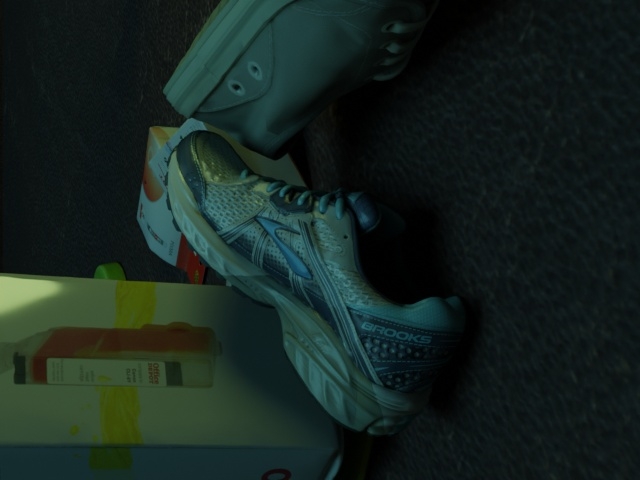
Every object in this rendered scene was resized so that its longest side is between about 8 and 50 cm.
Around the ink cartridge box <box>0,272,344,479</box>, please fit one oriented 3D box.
[{"bbox_3d":[-0.202,0.168,0.827,0.279,0.384,0.161,111,158,-49],"label":"ink cartridge box"}]

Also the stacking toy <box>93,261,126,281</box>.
[{"bbox_3d":[-0.366,0.196,1.505,0.280,0.130,0.309,63,145,41],"label":"stacking toy"}]

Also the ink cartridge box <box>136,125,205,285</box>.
[{"bbox_3d":[-0.180,-0.033,1.195,0.179,0.045,0.145,-118,35,-47],"label":"ink cartridge box"}]

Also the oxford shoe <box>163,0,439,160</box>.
[{"bbox_3d":[0.027,-0.177,0.655,0.449,0.130,0.169,-33,25,58],"label":"oxford shoe"}]

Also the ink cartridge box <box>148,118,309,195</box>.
[{"bbox_3d":[-0.099,-0.056,0.949,0.115,0.067,0.198,61,153,-1],"label":"ink cartridge box"}]

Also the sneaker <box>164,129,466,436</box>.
[{"bbox_3d":[0.000,0.000,0.718,0.283,0.110,0.122,47,116,22],"label":"sneaker"}]

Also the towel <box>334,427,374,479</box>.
[{"bbox_3d":[0.020,0.123,0.812,0.102,0.021,0.237,-133,47,-55],"label":"towel"}]

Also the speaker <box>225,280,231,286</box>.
[{"bbox_3d":[-0.068,0.072,0.952,0.055,0.055,0.136,-144,55,-59],"label":"speaker"}]
